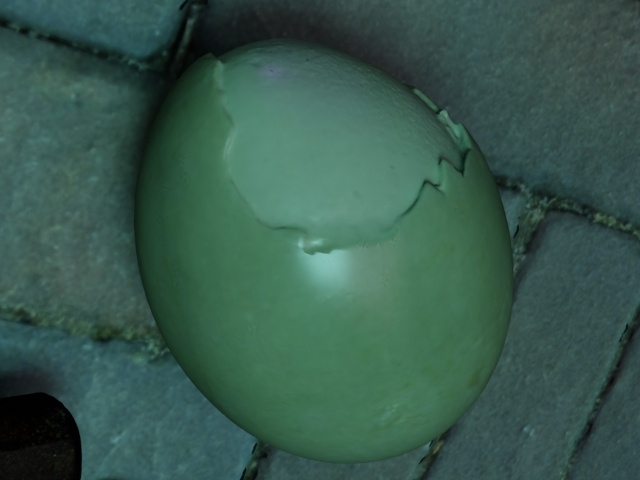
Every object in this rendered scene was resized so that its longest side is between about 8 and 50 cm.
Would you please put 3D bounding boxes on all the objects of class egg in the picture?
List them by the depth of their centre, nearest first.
[{"bbox_3d":[0.000,0.000,0.961,0.278,0.278,0.336,-36,133,-17],"label":"egg"}]

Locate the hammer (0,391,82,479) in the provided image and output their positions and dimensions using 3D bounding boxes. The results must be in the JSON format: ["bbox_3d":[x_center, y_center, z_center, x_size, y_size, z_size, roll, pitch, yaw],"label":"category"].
[{"bbox_3d":[-0.268,0.018,0.861,0.243,0.095,0.408,-2,105,-41],"label":"hammer"}]
